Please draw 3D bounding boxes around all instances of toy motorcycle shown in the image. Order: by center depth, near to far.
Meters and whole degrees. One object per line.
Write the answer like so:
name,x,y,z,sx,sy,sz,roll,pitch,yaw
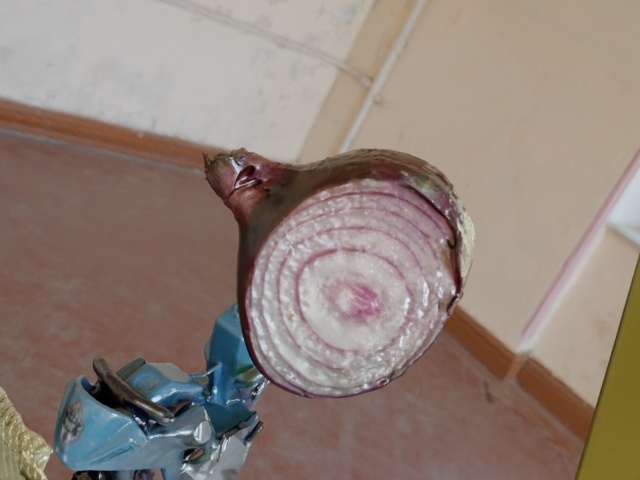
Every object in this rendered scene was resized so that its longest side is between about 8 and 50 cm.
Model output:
toy motorcycle,-0.168,0.191,1.068,0.172,0.232,0.416,32,58,34

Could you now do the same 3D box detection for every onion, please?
onion,0.000,0.000,0.653,0.218,0.195,0.140,37,19,-7

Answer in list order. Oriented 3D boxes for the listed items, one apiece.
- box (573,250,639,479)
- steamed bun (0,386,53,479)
box,0.179,0.027,0.276,0.153,0.279,0.041,16,-1,40
steamed bun,-0.450,0.326,1.053,0.320,0.206,0.275,47,-11,52
